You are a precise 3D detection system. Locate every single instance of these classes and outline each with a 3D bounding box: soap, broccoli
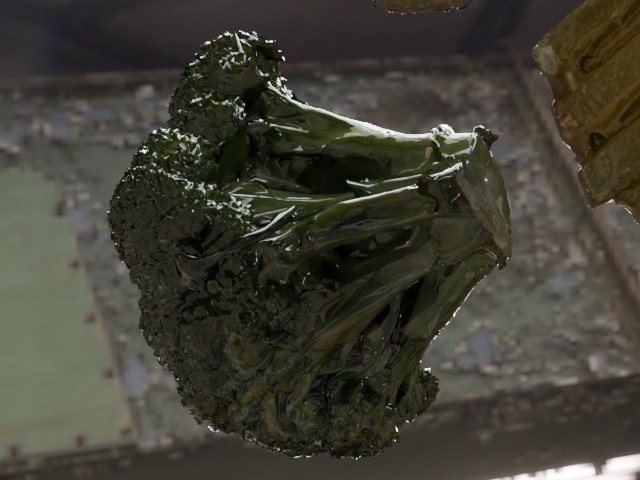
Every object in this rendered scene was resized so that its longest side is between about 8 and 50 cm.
[{"bbox_3d":[0.339,-0.180,1.539,0.315,0.091,0.199,-42,-132,32],"label":"soap"},{"bbox_3d":[0.000,0.000,1.285,0.283,0.321,0.304,-18,-125,25],"label":"broccoli"}]

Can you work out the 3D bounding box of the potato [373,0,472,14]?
[{"bbox_3d":[0.161,-0.468,2.319,0.237,0.301,0.289,66,12,17],"label":"potato"}]
